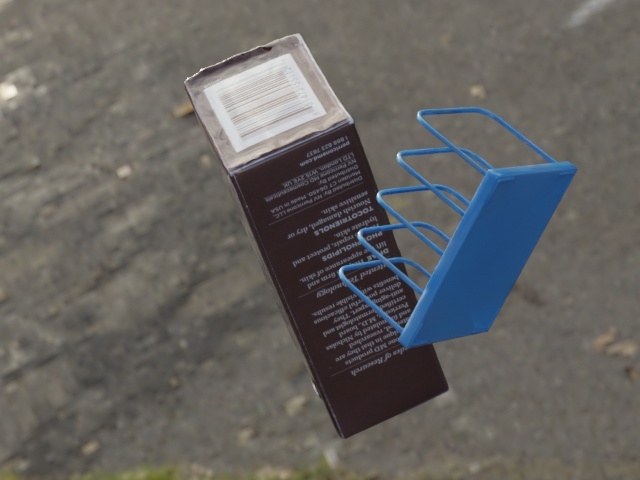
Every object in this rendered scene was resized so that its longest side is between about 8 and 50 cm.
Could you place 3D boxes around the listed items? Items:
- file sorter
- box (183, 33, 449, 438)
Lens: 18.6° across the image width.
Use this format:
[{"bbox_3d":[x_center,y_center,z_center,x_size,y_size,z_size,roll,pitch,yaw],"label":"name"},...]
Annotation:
[{"bbox_3d":[0.108,-0.014,1.618,0.104,0.170,0.118,41,29,30],"label":"file sorter"},{"bbox_3d":[0.000,0.000,2.023,0.143,0.381,0.191,-23,39,-5],"label":"box"}]
